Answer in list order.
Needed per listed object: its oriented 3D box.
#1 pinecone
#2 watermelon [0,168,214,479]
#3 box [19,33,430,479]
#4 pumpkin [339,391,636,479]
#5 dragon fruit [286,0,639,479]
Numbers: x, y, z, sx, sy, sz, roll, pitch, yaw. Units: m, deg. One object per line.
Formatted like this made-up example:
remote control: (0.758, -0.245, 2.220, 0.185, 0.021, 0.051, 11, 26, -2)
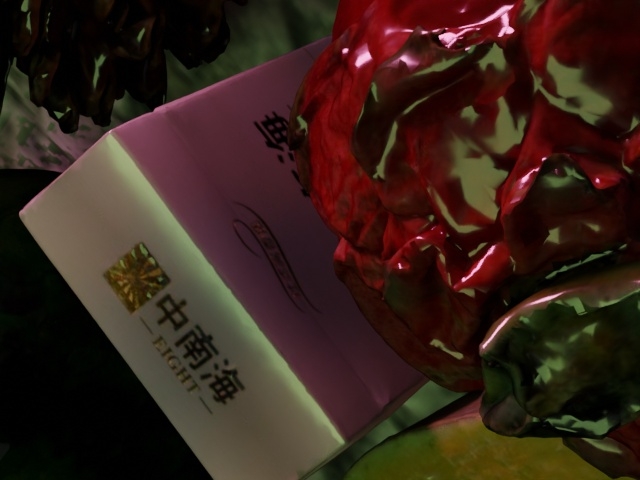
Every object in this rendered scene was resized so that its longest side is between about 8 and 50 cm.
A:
pinecone: (-0.130, -0.140, 0.901, 0.221, 0.221, 0.221, 11, 112, 27)
watermelon: (-0.152, 0.081, 0.968, 0.242, 0.242, 0.242, 11, 112, 27)
box: (0.000, 0.000, 0.845, 0.067, 0.243, 0.155, -41, 84, 32)
pumpkin: (0.152, 0.183, 0.867, 0.332, 0.199, 0.332, 11, 119, 21)
dragon fruit: (0.130, -0.034, 0.674, 0.244, 0.299, 0.244, 13, 107, 51)
